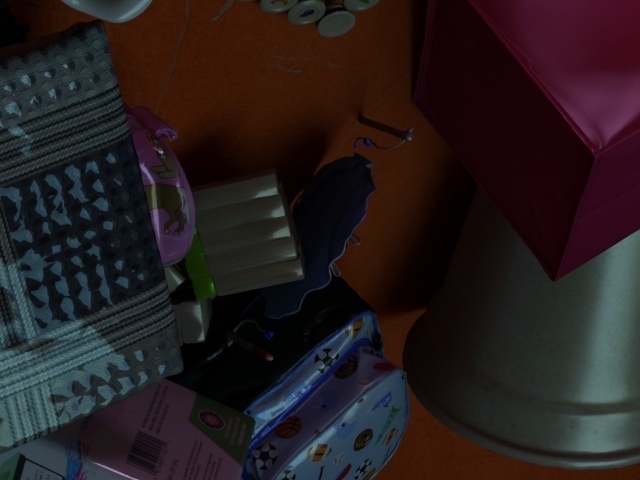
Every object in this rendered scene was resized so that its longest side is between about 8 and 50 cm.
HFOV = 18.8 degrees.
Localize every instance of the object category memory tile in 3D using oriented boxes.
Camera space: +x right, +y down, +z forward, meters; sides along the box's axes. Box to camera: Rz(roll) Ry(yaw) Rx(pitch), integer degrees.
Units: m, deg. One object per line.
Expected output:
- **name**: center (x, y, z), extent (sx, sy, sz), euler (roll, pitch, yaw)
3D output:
- **memory tile**: center (0.000, -0.230, 1.701), extent (0.113, 0.012, 0.148), euler (-37, 146, 30)

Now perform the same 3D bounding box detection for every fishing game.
- **fishing game**: center (0.000, 0.000, 1.873), extent (0.041, 0.189, 0.264), euler (32, 84, -20)

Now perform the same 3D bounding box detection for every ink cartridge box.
- **ink cartridge box**: center (-0.214, 0.190, 1.720), extent (0.201, 0.278, 0.117), euler (-76, -169, -69)

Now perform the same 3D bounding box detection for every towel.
- **towel**: center (-0.280, 0.018, 1.500), extent (0.324, 0.056, 0.312), euler (-22, 112, -26)

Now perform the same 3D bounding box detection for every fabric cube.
- **fabric cube**: center (0.270, -0.164, 1.840), extent (0.258, 0.254, 0.259), euler (-30, 159, -16)

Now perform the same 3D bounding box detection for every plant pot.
- **plant pot**: center (0.275, 0.025, 2.091), extent (0.334, 0.334, 0.305), euler (-16, 129, -34)

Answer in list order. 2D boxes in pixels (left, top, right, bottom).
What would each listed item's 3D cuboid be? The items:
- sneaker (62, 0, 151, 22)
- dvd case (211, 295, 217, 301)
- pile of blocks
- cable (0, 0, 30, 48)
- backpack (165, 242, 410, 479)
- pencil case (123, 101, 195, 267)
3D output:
- **sneaker**: center (-0.194, -0.282, 1.378), extent (0.126, 0.127, 0.321), euler (-37, 146, -4)
- **dvd case**: center (-0.106, 0.019, 1.932), extent (0.119, 0.013, 0.087), euler (-46, 147, 6)
- **pile of blocks**: center (-0.169, 0.048, 1.843), extent (0.362, 0.149, 0.112), euler (-37, -168, 11)
- **cable**: center (-0.304, -0.138, 1.508), extent (0.150, 0.047, 0.184), euler (-43, 147, 3)
- **backpack**: center (-0.028, 0.175, 2.037), extent (0.276, 0.213, 0.263), euler (-37, 158, -11)
- **pencil case**: center (-0.292, 0.013, 1.603), extent (0.386, 0.160, 0.167), euler (-24, 178, -24)
